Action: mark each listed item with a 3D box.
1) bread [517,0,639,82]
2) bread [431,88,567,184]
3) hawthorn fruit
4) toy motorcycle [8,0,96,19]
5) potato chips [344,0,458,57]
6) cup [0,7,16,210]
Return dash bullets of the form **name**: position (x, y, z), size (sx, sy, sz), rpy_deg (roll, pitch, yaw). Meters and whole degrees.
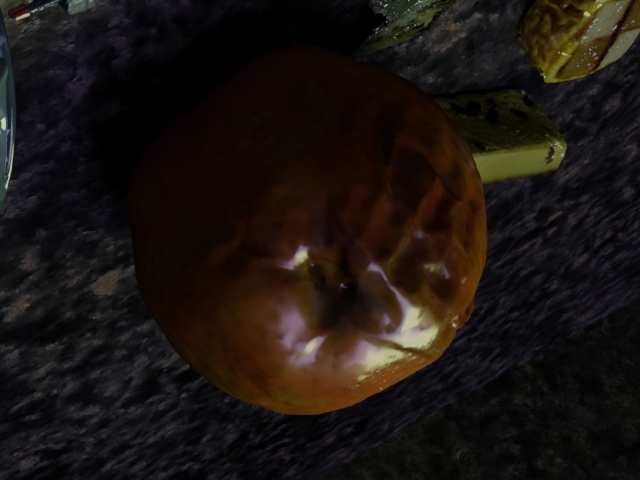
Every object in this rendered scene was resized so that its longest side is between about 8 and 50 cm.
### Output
- **bread**: position (0.391, -0.327, 2.293), size (0.181, 0.096, 0.222), rpy_deg (-17, 154, -29)
- **bread**: position (0.214, -0.149, 2.365), size (0.361, 0.138, 0.077), rpy_deg (-11, 145, -44)
- **hawthorn fruit**: position (0.000, 0.000, 1.933), size (0.472, 0.472, 0.472), rpy_deg (-29, 157, -14)
- **toy motorcycle**: position (-0.243, -0.301, 1.499), size (0.150, 0.102, 0.221), rpy_deg (-36, 160, -31)
- **potato chips**: position (0.106, -0.291, 2.024), size (0.202, 0.029, 0.220), rpy_deg (-20, 165, -35)
- **cup**: position (-0.443, -0.123, 1.257), size (0.392, 0.310, 0.401), rpy_deg (-12, -179, -35)
